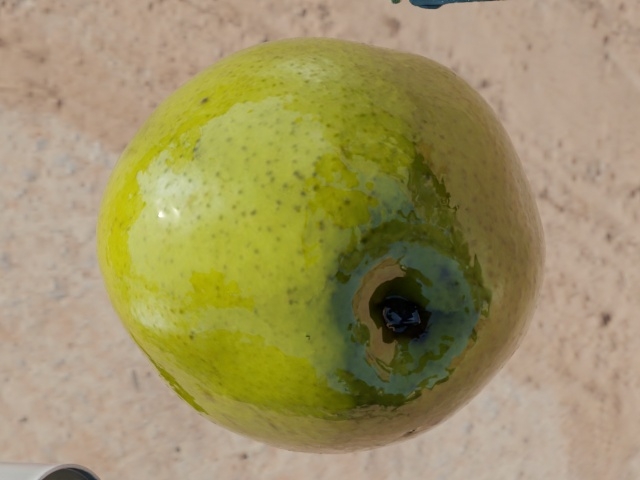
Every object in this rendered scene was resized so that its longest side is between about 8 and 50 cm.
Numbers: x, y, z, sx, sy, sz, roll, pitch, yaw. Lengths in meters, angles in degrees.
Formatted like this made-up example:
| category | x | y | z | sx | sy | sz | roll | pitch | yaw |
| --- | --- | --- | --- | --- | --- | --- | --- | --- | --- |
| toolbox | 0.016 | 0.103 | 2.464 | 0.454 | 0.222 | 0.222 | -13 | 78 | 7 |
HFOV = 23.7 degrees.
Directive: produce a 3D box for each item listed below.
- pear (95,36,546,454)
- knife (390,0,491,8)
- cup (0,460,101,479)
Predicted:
| category | x | y | z | sx | sy | sz | roll | pitch | yaw |
| --- | --- | --- | --- | --- | --- | --- | --- | --- | --- |
| pear | 0.001 | -0.001 | 0.663 | 0.198 | 0.198 | 0.198 | 1 | 93 | 27 |
| knife | 0.125 | -0.104 | 0.545 | 0.212 | 0.054 | 0.015 | -1 | 74 | 11 |
| cup | -0.183 | 0.182 | 0.934 | 0.116 | 0.074 | 0.104 | -1 | 120 | 40 |
